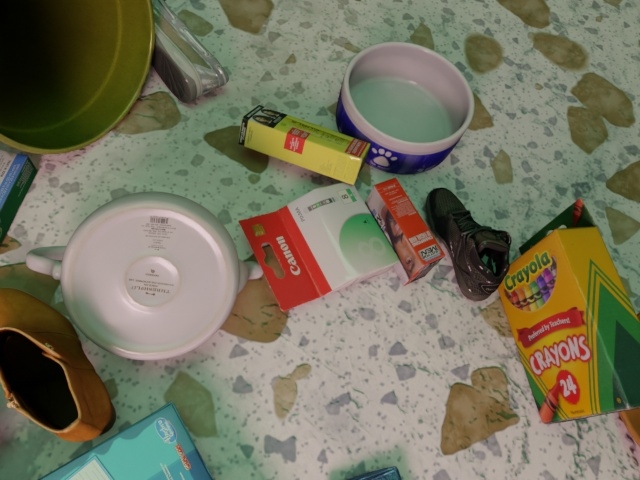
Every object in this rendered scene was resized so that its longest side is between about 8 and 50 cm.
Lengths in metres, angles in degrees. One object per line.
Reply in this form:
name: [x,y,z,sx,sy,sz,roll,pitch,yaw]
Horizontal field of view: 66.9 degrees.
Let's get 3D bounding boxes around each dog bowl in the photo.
dog bowl: [0.167,-0.269,0.984,0.265,0.104,0.264,4,64,-8]

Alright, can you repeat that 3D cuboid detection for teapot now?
teapot: [-0.248,0.043,0.720,0.252,0.187,0.256,-40,106,-8]

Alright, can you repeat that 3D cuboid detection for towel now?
towel: [0.066,0.373,0.697,0.120,0.029,0.067,-9,67,-15]

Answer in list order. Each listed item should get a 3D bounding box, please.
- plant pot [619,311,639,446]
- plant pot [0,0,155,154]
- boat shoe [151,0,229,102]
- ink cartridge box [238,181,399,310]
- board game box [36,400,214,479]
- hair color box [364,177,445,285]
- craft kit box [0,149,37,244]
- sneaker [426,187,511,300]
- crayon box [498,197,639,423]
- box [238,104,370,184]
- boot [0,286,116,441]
plant pot: [0.652,0.232,0.749,0.204,0.291,0.290,11,62,-24]
plant pot: [-0.542,-0.379,0.803,0.353,0.366,0.366,26,62,16]
boat shoe: [-0.311,-0.419,0.971,0.103,0.118,0.320,-32,77,-28]
ink cartridge box: [0.000,0.000,0.829,0.225,0.056,0.181,-16,68,-33]
board game box: [-0.274,0.397,0.573,0.336,0.079,0.253,-25,71,-29]
hair color box: [0.141,-0.015,0.862,0.053,0.093,0.167,-22,70,-22]
craft kit box: [-0.628,-0.048,0.765,0.247,0.061,0.249,13,63,-6]
sneaker: [0.269,-0.017,0.868,0.087,0.130,0.227,-8,64,-16]
crayon box: [0.392,0.117,0.784,0.081,0.202,0.318,-4,64,-12]
box: [-0.030,-0.181,0.906,0.232,0.058,0.087,22,35,7]
boot: [-0.378,0.137,0.631,0.295,0.211,0.104,43,64,11]
